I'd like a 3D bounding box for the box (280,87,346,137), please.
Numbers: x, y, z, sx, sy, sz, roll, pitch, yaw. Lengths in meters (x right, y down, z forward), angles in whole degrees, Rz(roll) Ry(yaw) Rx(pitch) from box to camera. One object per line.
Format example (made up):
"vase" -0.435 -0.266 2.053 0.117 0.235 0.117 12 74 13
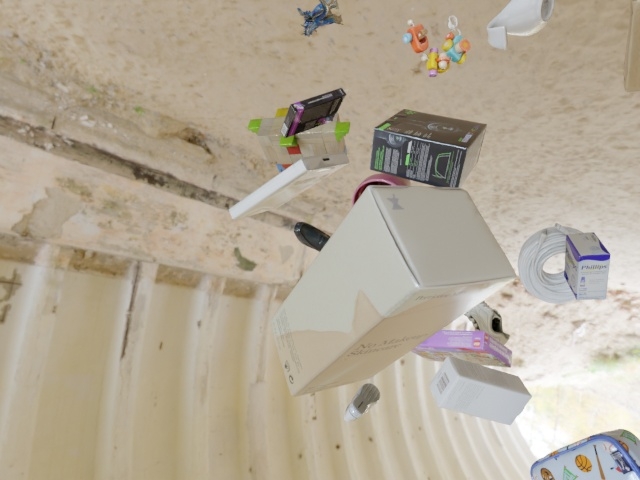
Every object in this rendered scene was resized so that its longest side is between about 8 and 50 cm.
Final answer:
"box" -0.019 -0.332 1.105 0.162 0.029 0.116 -25 169 -25

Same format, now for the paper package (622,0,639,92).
"paper package" 1.076 -0.610 1.224 0.324 0.168 0.310 3 138 32

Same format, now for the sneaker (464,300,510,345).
"sneaker" 0.604 0.274 1.570 0.110 0.292 0.118 6 136 -23

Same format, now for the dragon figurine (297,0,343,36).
"dragon figurine" -0.017 -0.667 1.275 0.144 0.085 0.289 -14 -158 17

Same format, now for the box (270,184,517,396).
"box" 0.062 0.076 0.529 0.147 0.121 0.311 -3 147 -29

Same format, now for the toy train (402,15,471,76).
"toy train" 0.258 -0.423 0.900 0.166 0.125 0.046 -28 -165 -24

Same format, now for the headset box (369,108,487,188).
"headset box" 0.307 -0.277 1.244 0.283 0.131 0.246 19 -144 24

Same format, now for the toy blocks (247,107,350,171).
"toy blocks" -0.054 -0.336 1.594 0.381 0.191 0.261 0 147 16

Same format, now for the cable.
"cable" 0.785 0.080 1.404 0.257 0.257 0.089 25 -156 -3

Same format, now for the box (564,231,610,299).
"box" 0.698 0.067 1.118 0.072 0.137 0.126 -4 -154 16

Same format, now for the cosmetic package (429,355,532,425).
"cosmetic package" 0.429 0.406 1.145 0.231 0.117 0.085 19 -157 -13

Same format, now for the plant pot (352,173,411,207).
"plant pot" 0.231 -0.154 1.468 0.201 0.201 0.180 6 -148 23

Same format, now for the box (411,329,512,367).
"box" 0.419 0.338 1.342 0.293 0.057 0.201 -10 147 44

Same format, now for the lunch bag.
"lunch bag" 0.682 0.608 1.015 0.114 0.243 0.303 0 141 -30

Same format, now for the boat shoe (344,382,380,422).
"boat shoe" 0.147 0.600 1.578 0.083 0.076 0.226 51 -157 20

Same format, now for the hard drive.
"hard drive" -0.103 -0.174 1.359 0.353 0.047 0.233 -27 178 38

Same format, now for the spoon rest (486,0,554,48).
"spoon rest" 0.526 -0.590 1.119 0.084 0.276 0.137 25 146 46

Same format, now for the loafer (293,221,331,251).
"loafer" 0.000 0.000 1.453 0.078 0.076 0.223 3 155 46
